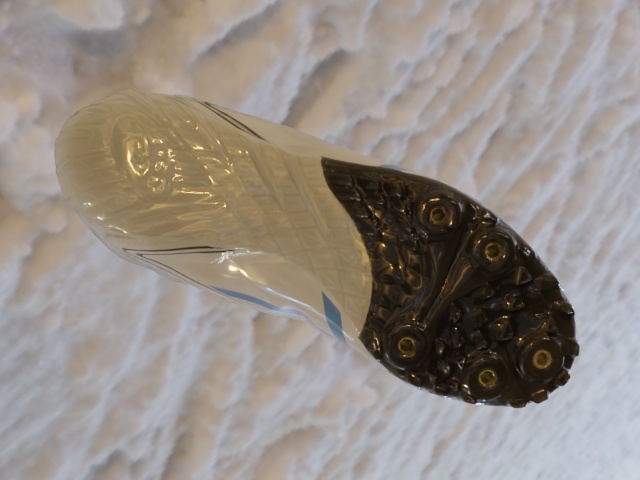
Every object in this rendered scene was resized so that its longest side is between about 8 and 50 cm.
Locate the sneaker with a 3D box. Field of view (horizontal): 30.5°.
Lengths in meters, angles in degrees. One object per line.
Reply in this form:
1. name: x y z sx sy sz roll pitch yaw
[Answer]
1. sneaker: 0.000 0.000 0.508 0.086 0.237 0.085 16 98 -81
